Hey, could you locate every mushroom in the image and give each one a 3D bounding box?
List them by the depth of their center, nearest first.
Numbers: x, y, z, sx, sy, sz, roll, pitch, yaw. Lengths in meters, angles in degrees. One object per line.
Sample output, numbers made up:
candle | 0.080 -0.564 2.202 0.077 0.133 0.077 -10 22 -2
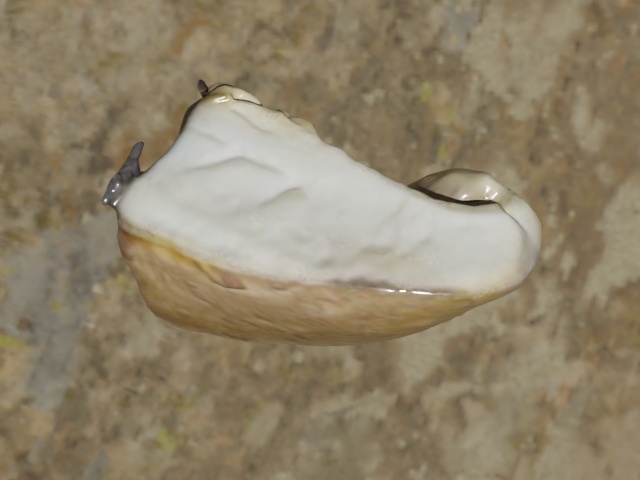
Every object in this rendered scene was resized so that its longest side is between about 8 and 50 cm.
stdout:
mushroom | 0.018 0.028 1.538 0.314 0.397 0.224 84 26 -55
